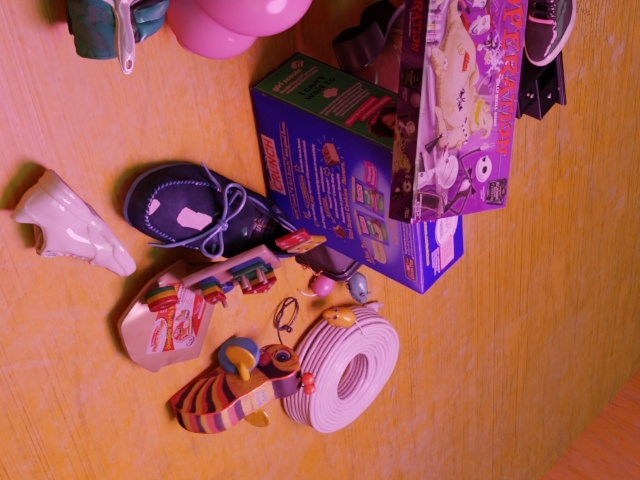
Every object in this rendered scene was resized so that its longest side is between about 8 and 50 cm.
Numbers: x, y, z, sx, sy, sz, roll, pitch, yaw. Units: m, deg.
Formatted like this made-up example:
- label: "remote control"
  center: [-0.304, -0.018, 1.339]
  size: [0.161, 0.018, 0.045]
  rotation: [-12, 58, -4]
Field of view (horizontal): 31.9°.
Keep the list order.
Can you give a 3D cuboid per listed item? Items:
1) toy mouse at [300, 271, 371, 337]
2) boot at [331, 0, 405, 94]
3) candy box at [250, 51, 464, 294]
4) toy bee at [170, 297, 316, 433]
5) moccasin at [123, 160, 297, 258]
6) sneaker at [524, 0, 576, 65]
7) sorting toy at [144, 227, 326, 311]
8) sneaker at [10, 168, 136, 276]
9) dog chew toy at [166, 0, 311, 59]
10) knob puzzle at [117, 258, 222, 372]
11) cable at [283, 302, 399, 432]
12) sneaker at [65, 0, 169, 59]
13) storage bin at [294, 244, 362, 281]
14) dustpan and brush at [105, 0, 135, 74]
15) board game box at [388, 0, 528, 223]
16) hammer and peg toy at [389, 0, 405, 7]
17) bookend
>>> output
- label: "toy mouse"
  center: [0.041, 0.084, 2.027]
  size: [0.161, 0.031, 0.143]
  rotation: [22, 71, -26]
- label: "boot"
  center: [0.151, -0.245, 1.801]
  size: [0.264, 0.096, 0.280]
  rotation: [-52, 124, -47]
- label: "candy box"
  center: [0.057, -0.103, 1.698]
  size: [0.122, 0.317, 0.268]
  rotation: [-41, 142, -31]
- label: "toy bee"
  center: [-0.097, 0.223, 1.875]
  size: [0.298, 0.162, 0.195]
  rotation: [-53, 144, -12]
- label: "moccasin"
  center: [-0.139, -0.040, 1.664]
  size: [0.342, 0.117, 0.137]
  rotation: [4, 110, -54]
- label: "sneaker"
  center: [0.418, -0.481, 2.105]
  size: [0.147, 0.105, 0.295]
  rotation: [0, 108, -51]
- label: "sorting toy"
  center: [-0.117, 0.059, 1.672]
  size: [0.275, 0.046, 0.132]
  rotation: [-23, 167, 3]
- label: "sneaker"
  center: [-0.331, -0.004, 1.490]
  size: [0.094, 0.080, 0.212]
  rotation: [-43, 137, -6]
- label: "dog chew toy"
  center: [-0.077, -0.355, 1.406]
  size: [0.207, 0.206, 0.332]
  rotation: [-12, 157, -49]
- label: "knob puzzle"
  center: [-0.241, 0.113, 1.720]
  size: [0.213, 0.030, 0.213]
  rotation: [-33, 138, -36]
- label: "cable"
  center: [0.042, 0.248, 2.140]
  size: [0.257, 0.089, 0.257]
  rotation: [1, 113, -53]
- label: "sneaker"
  center: [-0.278, -0.300, 1.296]
  size: [0.295, 0.124, 0.178]
  rotation: [-11, 113, -51]
- label: "storage bin"
  center: [0.000, 0.000, 1.878]
  size: [0.098, 0.135, 0.091]
  rotation: [-46, 133, -20]
- label: "dustpan and brush"
  center: [-0.224, -0.289, 1.217]
  size: [0.147, 0.060, 0.211]
  rotation: [-18, 122, -41]
- label: "board game box"
  center: [0.188, -0.204, 1.499]
  size: [0.208, 0.056, 0.346]
  rotation: [-13, 111, -46]
- label: "hammer and peg toy"
  center: [0.078, -0.422, 1.548]
  size: [0.127, 0.266, 0.361]
  rotation: [-43, 148, 6]
- label: "bookend"
  center: [0.420, -0.294, 2.264]
  size: [0.157, 0.072, 0.156]
  rotation: [-46, 144, -21]
